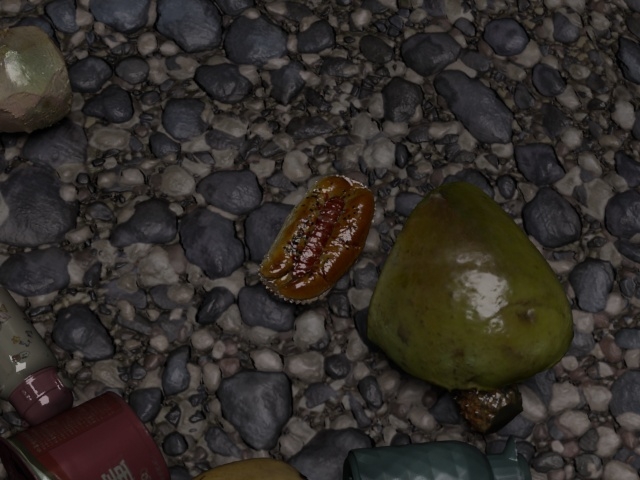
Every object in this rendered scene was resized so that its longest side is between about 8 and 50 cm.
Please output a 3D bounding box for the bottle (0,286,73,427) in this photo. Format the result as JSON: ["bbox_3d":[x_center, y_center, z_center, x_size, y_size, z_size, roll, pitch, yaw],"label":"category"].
[{"bbox_3d":[-0.480,0.190,1.660,0.110,0.110,0.233,-35,74,-19],"label":"bottle"}]

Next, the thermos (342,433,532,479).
[{"bbox_3d":[0.185,0.399,1.635,0.286,0.145,0.182,-2,99,-9],"label":"thermos"}]

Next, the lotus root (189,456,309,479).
[{"bbox_3d":[-0.143,0.422,1.545,0.310,0.183,0.183,-8,67,-28],"label":"lotus root"}]

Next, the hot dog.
[{"bbox_3d":[0.000,0.000,1.817,0.144,0.075,0.268,29,64,9],"label":"hot dog"}]

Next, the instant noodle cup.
[{"bbox_3d":[-0.343,0.344,1.556,0.178,0.235,0.235,-32,73,-27],"label":"instant noodle cup"}]

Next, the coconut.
[{"bbox_3d":[-0.522,-0.279,1.815,0.194,0.194,0.194,2,66,-6],"label":"coconut"}]

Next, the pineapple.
[{"bbox_3d":[0.245,0.224,1.742,0.108,0.108,0.198,-28,61,-17],"label":"pineapple"}]

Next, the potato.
[{"bbox_3d":[0.264,0.072,1.681,0.330,0.213,0.280,-37,52,-26],"label":"potato"}]
